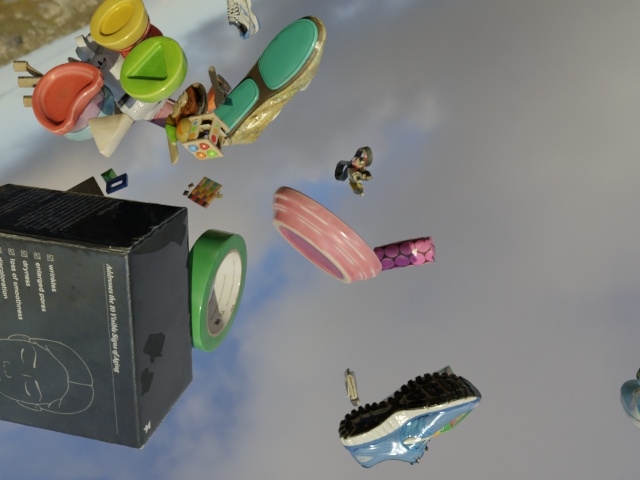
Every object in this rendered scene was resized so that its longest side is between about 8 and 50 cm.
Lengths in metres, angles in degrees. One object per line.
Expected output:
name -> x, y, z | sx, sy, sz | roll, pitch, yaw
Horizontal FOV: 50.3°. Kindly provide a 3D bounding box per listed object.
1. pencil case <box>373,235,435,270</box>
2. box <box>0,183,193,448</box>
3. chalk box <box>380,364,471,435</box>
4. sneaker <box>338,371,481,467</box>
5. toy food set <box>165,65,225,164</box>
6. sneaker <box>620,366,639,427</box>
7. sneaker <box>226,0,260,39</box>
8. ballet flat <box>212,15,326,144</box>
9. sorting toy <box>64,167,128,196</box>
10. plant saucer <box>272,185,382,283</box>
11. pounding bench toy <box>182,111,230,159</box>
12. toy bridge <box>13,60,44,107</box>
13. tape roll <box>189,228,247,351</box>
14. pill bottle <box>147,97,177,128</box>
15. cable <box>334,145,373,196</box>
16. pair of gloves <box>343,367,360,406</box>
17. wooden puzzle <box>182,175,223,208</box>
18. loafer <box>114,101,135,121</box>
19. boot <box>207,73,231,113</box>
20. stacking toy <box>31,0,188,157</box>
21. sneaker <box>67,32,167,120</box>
pencil case -> 0.289, 0.051, 2.339 | 0.209, 0.098, 0.095 | -9, -144, 14
box -> -0.565, 0.157, 1.540 | 0.472, 0.479, 0.297 | 9, -157, 13
chalk box -> 0.285, 0.410, 1.715 | 0.213, 0.132, 0.132 | -35, 169, 39
sneaker -> 0.212, 0.415, 1.551 | 0.330, 0.147, 0.130 | -23, -157, 2
toy food set -> -0.268, -0.257, 1.362 | 0.192, 0.039, 0.132 | -43, -131, 31
sneaker -> 0.705, 0.306, 1.419 | 0.127, 0.208, 0.319 | -31, -170, -4
sneaker -> -0.176, -0.491, 1.464 | 0.052, 0.135, 0.058 | 15, -120, 38
ballet flat -> -0.091, -0.310, 1.369 | 0.348, 0.123, 0.123 | -39, -165, 31
sorting toy -> -0.680, -0.086, 1.874 | 0.348, 0.047, 0.196 | -32, -143, -11
plant saucer -> 0.000, 0.000, 1.710 | 0.084, 0.332, 0.332 | -52, -152, -11
pounding bench toy -> -0.188, -0.168, 1.173 | 0.052, 0.083, 0.065 | -5, -117, 27
toy bridge -> -0.688, -0.378, 1.626 | 0.063, 0.026, 0.188 | -8, -136, -27
tape roll -> -0.287, 0.131, 1.809 | 0.077, 0.321, 0.321 | 13, -145, 10
pill bottle -> -0.426, -0.354, 1.909 | 0.086, 0.152, 0.086 | -36, -137, 42
cable -> 0.086, -0.224, 2.058 | 0.072, 0.139, 0.287 | -2, -166, -20
pair of gloves -> 0.104, 0.512, 2.080 | 0.042, 0.240, 0.204 | -11, 177, 3
wooden puzzle -> -0.199, -0.083, 1.174 | 0.083, 0.006, 0.049 | 29, -106, 35
loafer -> -0.522, -0.389, 1.775 | 0.078, 0.220, 0.080 | 19, -138, 10
boot -> -0.302, -0.417, 1.942 | 0.085, 0.059, 0.158 | -35, -151, 22
stacking toy -> -0.380, -0.293, 1.329 | 0.279, 0.130, 0.309 | 39, -93, 27
sneaker -> -0.447, -0.394, 1.582 | 0.137, 0.210, 0.366 | -46, -168, 7
